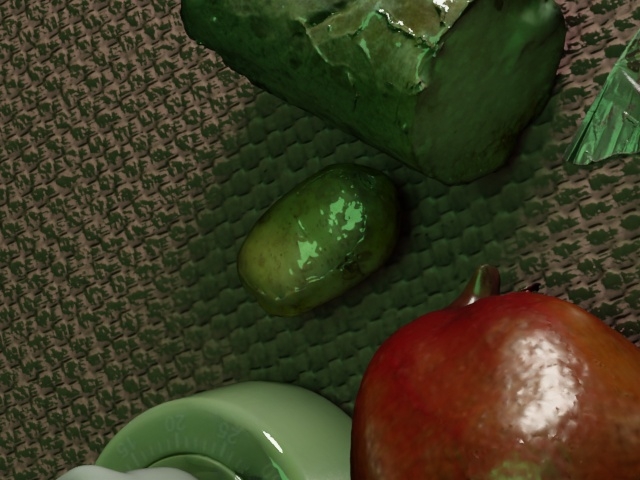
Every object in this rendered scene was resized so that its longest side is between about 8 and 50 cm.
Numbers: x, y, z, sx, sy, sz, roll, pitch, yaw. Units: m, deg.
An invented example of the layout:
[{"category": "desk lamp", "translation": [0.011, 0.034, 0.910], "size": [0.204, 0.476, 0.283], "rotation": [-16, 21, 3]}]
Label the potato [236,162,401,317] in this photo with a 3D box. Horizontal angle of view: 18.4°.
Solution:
[{"category": "potato", "translation": [0.000, 0.000, 1.727], "size": [0.170, 0.080, 0.107], "rotation": [-40, 59, 19]}]

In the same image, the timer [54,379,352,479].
[{"category": "timer", "translation": [-0.128, 0.261, 1.645], "size": [0.290, 0.315, 0.291], "rotation": [-3, 85, 32]}]

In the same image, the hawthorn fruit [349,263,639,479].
[{"category": "hawthorn fruit", "translation": [0.153, 0.187, 1.509], "size": [0.311, 0.295, 0.295], "rotation": [38, 105, 30]}]

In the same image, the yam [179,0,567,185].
[{"category": "yam", "translation": [0.036, -0.188, 1.659], "size": [0.300, 0.195, 0.195], "rotation": [31, 101, 29]}]

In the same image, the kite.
[{"category": "kite", "translation": [0.299, -0.084, 1.593], "size": [0.229, 0.012, 0.250], "rotation": [-9, 82, 32]}]
